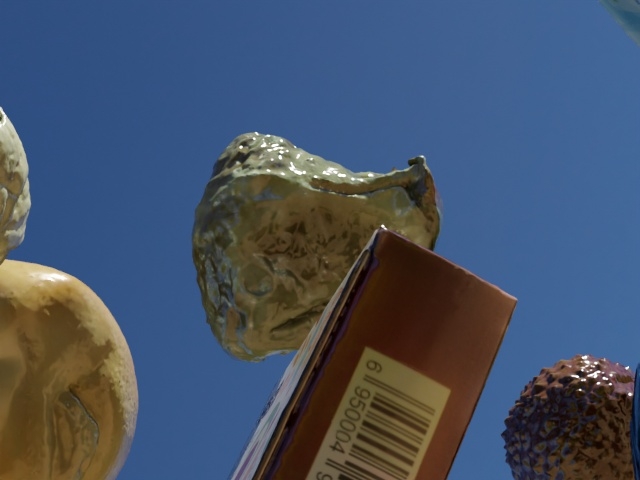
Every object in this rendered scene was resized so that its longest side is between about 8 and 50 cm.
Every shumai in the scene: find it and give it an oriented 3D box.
[{"bbox_3d":[0.000,0.000,1.423,0.261,0.222,0.225,-56,-47,-41],"label":"shumai"}]

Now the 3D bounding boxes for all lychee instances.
[{"bbox_3d":[0.312,0.225,1.597,0.200,0.200,0.238,-5,-25,-39],"label":"lychee"}]

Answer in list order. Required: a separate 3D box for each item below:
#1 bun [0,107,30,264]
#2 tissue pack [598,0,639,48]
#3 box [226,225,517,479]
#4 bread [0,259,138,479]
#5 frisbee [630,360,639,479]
[{"bbox_3d":[-0.352,-0.028,1.271,0.220,0.134,0.220,-42,-23,-23],"label":"bun"},{"bbox_3d":[0.390,-0.298,1.595,0.263,0.177,0.089,32,-103,-45],"label":"tissue pack"},{"bbox_3d":[-0.017,0.223,1.089,0.345,0.122,0.385,-63,1,-27],"label":"box"},{"bbox_3d":[-0.399,0.180,1.577,0.253,0.376,0.348,-5,-83,-60],"label":"bread"},{"bbox_3d":[0.319,0.185,1.308,0.045,0.242,0.242,-5,-27,26],"label":"frisbee"}]
